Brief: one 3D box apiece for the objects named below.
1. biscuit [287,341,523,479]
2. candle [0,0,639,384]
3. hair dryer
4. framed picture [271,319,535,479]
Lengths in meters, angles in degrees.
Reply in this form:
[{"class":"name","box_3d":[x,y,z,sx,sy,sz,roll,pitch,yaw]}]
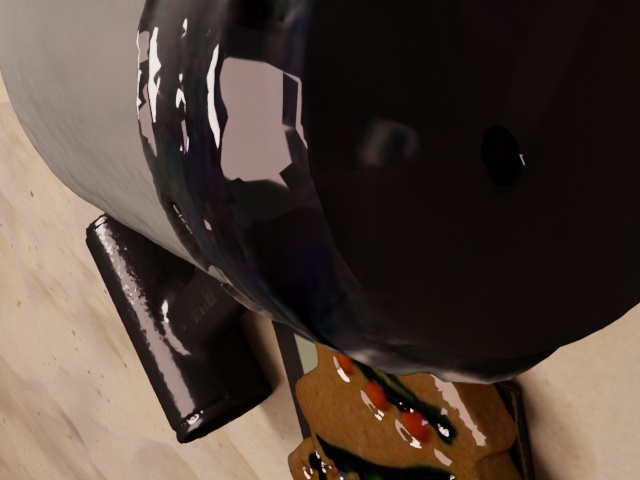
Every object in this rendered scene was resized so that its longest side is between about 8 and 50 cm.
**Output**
[{"class":"biscuit","box_3d":[0.053,0.147,0.690,0.278,0.043,0.301,25,133,49]},{"class":"candle","box_3d":[-0.011,-0.085,0.470,0.342,0.221,0.221,24,132,54]},{"class":"hair dryer","box_3d":[-0.087,0.039,0.824,0.197,0.089,0.251,64,152,6]},{"class":"framed picture","box_3d":[0.070,0.211,0.773,0.265,0.016,0.347,18,128,53]}]
